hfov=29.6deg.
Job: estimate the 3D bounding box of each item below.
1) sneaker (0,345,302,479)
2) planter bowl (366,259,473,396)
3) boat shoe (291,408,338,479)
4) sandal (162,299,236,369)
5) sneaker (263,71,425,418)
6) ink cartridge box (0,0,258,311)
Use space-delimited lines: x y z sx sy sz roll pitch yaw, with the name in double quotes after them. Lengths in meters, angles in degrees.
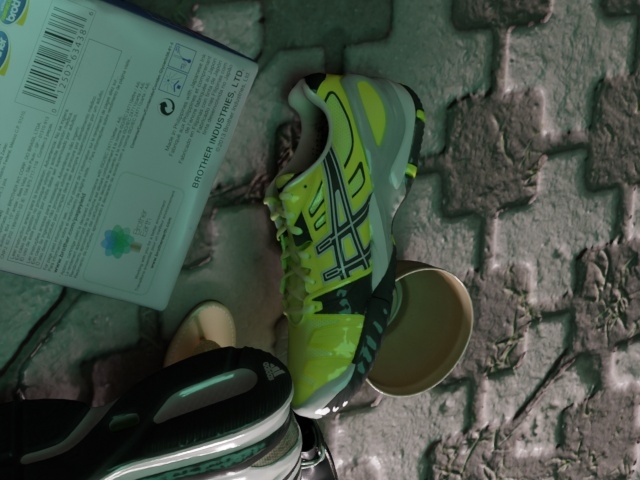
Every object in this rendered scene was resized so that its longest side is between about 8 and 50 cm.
-0.225 0.291 1.273 0.447 0.169 0.257 -15 126 -5 "sneaker"
0.087 0.092 1.449 0.162 0.109 0.162 -11 113 -27 "planter bowl"
-0.033 0.248 1.459 0.084 0.079 0.233 -36 124 -17 "boat shoe"
-0.143 0.191 1.367 0.088 0.079 0.240 22 96 -35 "sandal"
0.000 0.000 1.328 0.147 0.145 0.384 14 78 -25 "sneaker"
-0.290 -0.120 1.115 0.395 0.151 0.270 17 98 -36 "ink cartridge box"
